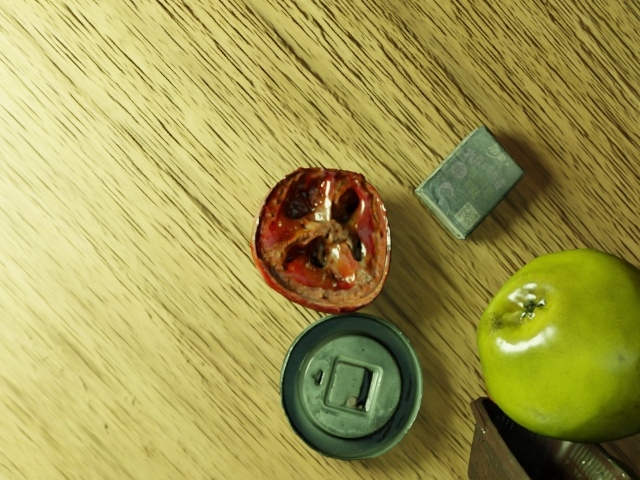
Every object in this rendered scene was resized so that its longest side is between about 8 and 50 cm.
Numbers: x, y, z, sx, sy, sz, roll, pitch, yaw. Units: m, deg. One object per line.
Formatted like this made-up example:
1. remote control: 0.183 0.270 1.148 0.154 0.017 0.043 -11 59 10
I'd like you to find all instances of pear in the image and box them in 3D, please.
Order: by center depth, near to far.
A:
1. pear: 0.411 0.168 1.104 0.375 0.287 0.287 26 82 -22

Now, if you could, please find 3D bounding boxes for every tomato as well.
1. tomato: 0.000 0.002 1.118 0.228 0.101 0.228 2 83 -18

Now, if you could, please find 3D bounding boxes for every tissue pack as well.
1. tissue pack: 0.243 -0.093 1.192 0.156 0.051 0.112 -45 98 -10

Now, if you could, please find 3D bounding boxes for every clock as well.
1. clock: 0.046 0.222 1.138 0.226 0.049 0.226 1 86 -10

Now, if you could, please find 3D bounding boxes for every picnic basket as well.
1. picnic basket: 0.328 0.359 1.078 0.222 0.297 0.129 15 103 -9

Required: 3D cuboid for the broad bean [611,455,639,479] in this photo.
1. broad bean: 0.468 0.455 1.192 0.153 0.072 0.207 8 85 -15
